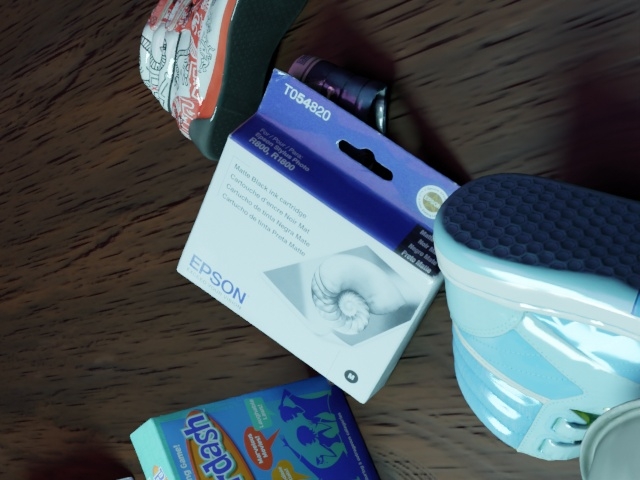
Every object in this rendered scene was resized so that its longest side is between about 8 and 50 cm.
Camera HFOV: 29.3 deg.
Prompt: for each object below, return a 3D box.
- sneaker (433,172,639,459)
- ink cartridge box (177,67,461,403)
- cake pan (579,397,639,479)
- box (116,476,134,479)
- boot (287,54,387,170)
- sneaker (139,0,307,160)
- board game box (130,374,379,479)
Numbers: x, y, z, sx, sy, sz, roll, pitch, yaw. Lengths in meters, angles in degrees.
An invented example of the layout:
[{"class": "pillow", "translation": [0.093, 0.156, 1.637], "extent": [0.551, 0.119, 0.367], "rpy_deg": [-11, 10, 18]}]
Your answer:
[{"class": "sneaker", "translation": [0.229, 0.086, 0.837], "extent": [0.319, 0.127, 0.208], "rpy_deg": [22, 139, 27]}, {"class": "ink cartridge box", "translation": [0.000, 0.000, 1.065], "extent": [0.223, 0.045, 0.224], "rpy_deg": [34, 125, 13]}, {"class": "cake pan", "translation": [0.275, 0.203, 0.707], "extent": [0.293, 0.054, 0.293], "rpy_deg": [28, 151, 17]}, {"class": "box", "translation": [-0.297, 0.437, 1.509], "extent": [0.213, 0.117, 0.243], "rpy_deg": [-28, 76, 49]}, {"class": "boot", "translation": [0.006, -0.066, 1.096], "extent": [0.086, 0.069, 0.190], "rpy_deg": [24, 127, 25]}, {"class": "sneaker", "translation": [-0.098, -0.221, 1.167], "extent": [0.145, 0.090, 0.270], "rpy_deg": [47, 132, 31]}, {"class": "board game box", "translation": [-0.047, 0.216, 1.097], "extent": [0.047, 0.210, 0.160], "rpy_deg": [-41, 67, 46]}]
